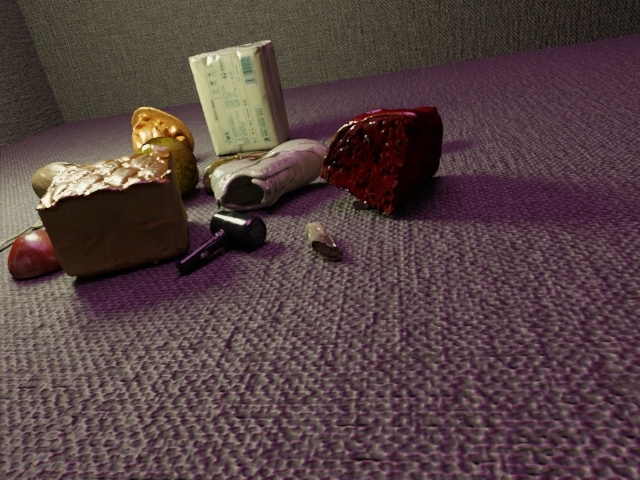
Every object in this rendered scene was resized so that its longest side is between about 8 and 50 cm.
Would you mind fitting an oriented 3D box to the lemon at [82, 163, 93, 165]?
[{"bbox_3d":[-0.794,-0.206,1.689,0.109,0.109,0.133,-30,10,-35],"label":"lemon"}]

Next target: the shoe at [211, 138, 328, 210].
[{"bbox_3d":[-0.127,-0.159,1.309,0.342,0.132,0.210,-17,27,-1],"label":"shoe"}]

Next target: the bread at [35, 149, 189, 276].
[{"bbox_3d":[-0.462,-0.068,1.145,0.279,0.207,0.279,-14,28,-13],"label":"bread"}]

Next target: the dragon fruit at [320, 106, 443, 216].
[{"bbox_3d":[0.178,-0.172,1.182,0.302,0.240,0.330,-2,-1,41],"label":"dragon fruit"}]

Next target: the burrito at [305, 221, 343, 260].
[{"bbox_3d":[0.000,0.000,1.010,0.055,0.041,0.149,-2,23,-14],"label":"burrito"}]

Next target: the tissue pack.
[{"bbox_3d":[-0.298,-0.535,1.870,0.297,0.380,0.207,-4,26,12],"label":"tissue pack"}]

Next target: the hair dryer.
[{"bbox_3d":[-0.229,0.012,1.060,0.124,0.071,0.219,14,41,41],"label":"hair dryer"}]

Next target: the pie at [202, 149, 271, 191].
[{"bbox_3d":[-0.234,-0.220,1.541,0.307,0.071,0.306,-10,23,4],"label":"pie"}]

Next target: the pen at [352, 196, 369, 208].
[{"bbox_3d":[0.124,-0.132,1.255,0.053,0.032,0.197,-2,28,20],"label":"pen"}]

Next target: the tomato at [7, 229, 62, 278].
[{"bbox_3d":[-0.672,0.021,1.179,0.159,0.091,0.139,-7,26,2],"label":"tomato"}]

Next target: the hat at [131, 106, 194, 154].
[{"bbox_3d":[-0.626,-0.336,1.814,0.234,0.244,0.233,-11,37,19],"label":"hat"}]

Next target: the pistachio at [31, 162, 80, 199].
[{"bbox_3d":[-0.797,-0.173,1.566,0.238,0.153,0.137,-3,28,1],"label":"pistachio"}]

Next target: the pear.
[{"bbox_3d":[-0.458,-0.212,1.483,0.197,0.197,0.197,-9,25,4],"label":"pear"}]

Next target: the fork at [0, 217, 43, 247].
[{"bbox_3d":[-0.864,-0.019,1.428,0.034,0.028,0.219,2,31,9],"label":"fork"}]
